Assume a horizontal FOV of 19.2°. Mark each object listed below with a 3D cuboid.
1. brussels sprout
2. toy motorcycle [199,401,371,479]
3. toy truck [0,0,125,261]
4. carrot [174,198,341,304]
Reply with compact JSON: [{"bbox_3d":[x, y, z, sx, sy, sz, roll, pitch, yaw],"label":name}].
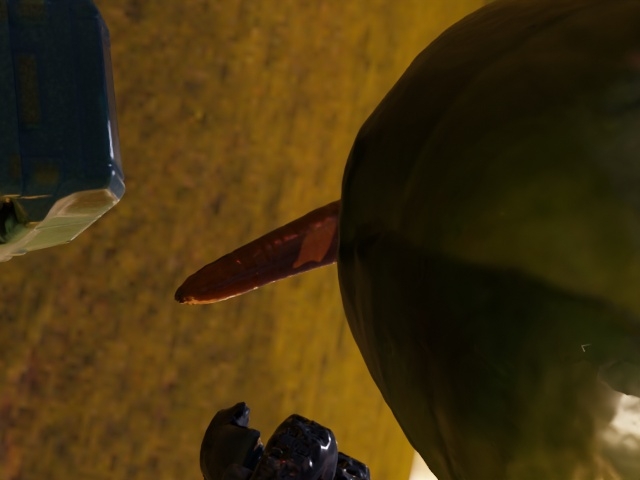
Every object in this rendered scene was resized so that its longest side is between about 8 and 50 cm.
[{"bbox_3d":[0.123,0.036,0.751,0.219,0.210,0.271,10,-55,57],"label":"brussels sprout"},{"bbox_3d":[-0.040,0.264,1.520,0.416,0.172,0.232,64,50,-78],"label":"toy motorcycle"},{"bbox_3d":[-0.218,-0.055,1.144,0.279,0.156,0.155,150,-65,-66],"label":"toy truck"},{"bbox_3d":[0.000,0.000,1.642,0.066,0.271,0.062,6,-71,59],"label":"carrot"}]
